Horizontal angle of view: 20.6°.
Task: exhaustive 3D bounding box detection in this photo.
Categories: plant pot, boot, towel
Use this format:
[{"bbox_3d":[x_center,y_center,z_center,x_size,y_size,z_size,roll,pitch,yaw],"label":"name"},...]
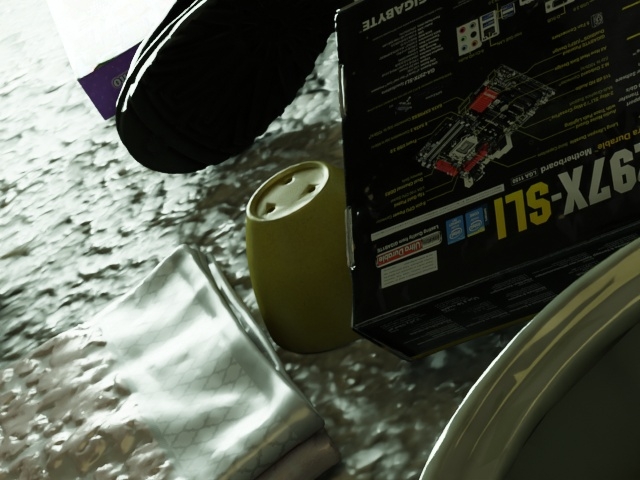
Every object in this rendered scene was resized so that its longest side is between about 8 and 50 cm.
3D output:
[{"bbox_3d":[0.000,0.000,1.259,0.134,0.095,0.134,-23,30,14],"label":"plant pot"},{"bbox_3d":[-0.081,-0.239,1.603,0.348,0.131,0.260,-49,33,5],"label":"boot"},{"bbox_3d":[-0.169,0.151,1.233,0.317,0.053,0.332,-34,28,-4],"label":"towel"}]

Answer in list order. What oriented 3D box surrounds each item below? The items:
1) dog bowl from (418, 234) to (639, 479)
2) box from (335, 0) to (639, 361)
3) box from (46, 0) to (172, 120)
[{"bbox_3d":[0.241,0.145,0.717,0.408,0.150,0.408,-22,35,16],"label":"dog bowl"},{"bbox_3d":[0.161,-0.091,1.131,0.322,0.079,0.257,-23,56,30],"label":"box"},{"bbox_3d":[-0.176,-0.246,1.853,0.201,0.057,0.293,-32,28,1],"label":"box"}]
